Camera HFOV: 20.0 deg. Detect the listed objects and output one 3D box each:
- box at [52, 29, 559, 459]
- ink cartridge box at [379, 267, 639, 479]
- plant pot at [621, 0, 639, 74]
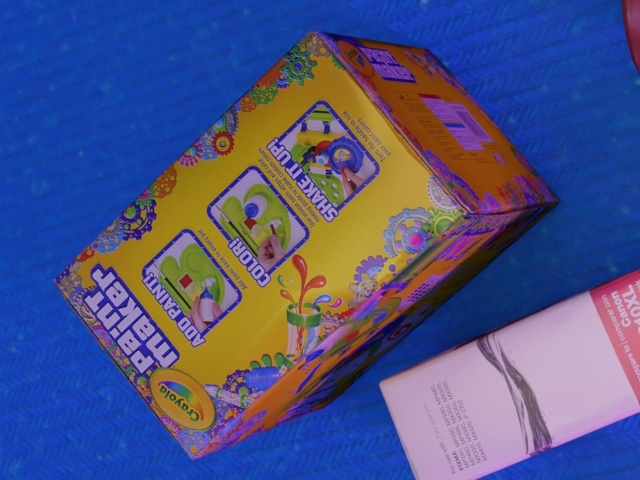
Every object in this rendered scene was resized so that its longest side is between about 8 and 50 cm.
[{"bbox_3d":[0.000,0.000,1.410,0.279,0.290,0.177,-43,79,16],"label":"box"},{"bbox_3d":[0.186,0.101,1.411,0.237,0.172,0.100,-25,84,20],"label":"ink cartridge box"},{"bbox_3d":[0.370,-0.200,1.295,0.265,0.272,0.272,7,96,28],"label":"plant pot"}]
